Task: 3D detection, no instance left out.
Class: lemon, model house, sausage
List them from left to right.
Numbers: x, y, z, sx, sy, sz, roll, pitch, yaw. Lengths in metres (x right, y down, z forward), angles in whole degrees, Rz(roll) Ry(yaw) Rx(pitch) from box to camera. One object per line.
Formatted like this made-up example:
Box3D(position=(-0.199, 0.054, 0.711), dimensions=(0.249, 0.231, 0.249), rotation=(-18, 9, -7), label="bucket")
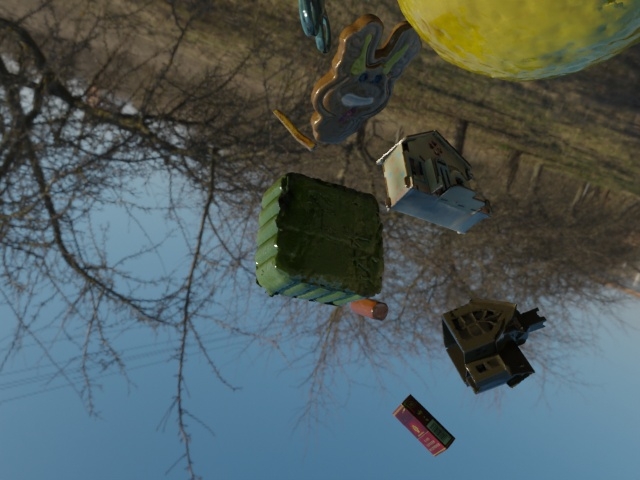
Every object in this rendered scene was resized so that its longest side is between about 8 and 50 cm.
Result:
Box3D(position=(0.098, 0.139, 1.058), dimensions=(0.041, 0.039, 0.131), rotation=(10, 176, -18), label="sausage")
Box3D(position=(0.316, -0.183, 1.412), dimensions=(0.326, 0.169, 0.244), rotation=(15, -129, -31), label="model house")
Box3D(position=(0.457, 0.255, 1.280), dimensions=(0.243, 0.211, 0.204), rotation=(-22, -132, -1), label="model house")
Box3D(position=(0.234, -0.343, 0.528), dimensions=(0.349, 0.350, 0.387), rotation=(18, -178, -7), label="lemon")

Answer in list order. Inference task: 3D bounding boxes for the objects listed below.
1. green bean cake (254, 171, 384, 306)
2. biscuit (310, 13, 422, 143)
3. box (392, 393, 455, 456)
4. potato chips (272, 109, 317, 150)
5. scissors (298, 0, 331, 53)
Box3D(position=(0.000, 0.000, 0.857), dimensions=(0.214, 0.200, 0.113), rotation=(15, 154, -28), label="green bean cake")
Box3D(position=(0.076, -0.304, 1.016), dimensions=(0.186, 0.295, 0.044), rotation=(-4, -124, -28), label="biscuit")
Box3D(position=(0.141, 0.256, 0.706), dimensions=(0.023, 0.051, 0.082), rotation=(-37, -110, -28), label="box")
Box3D(position=(-0.070, -0.304, 1.419), dimensions=(0.204, 0.026, 0.037), rotation=(49, 173, 33), label="potato chips")
Box3D(position=(-0.013, -0.513, 0.982), dimensions=(0.041, 0.289, 0.138), rotation=(-8, 172, 22), label="scissors")
